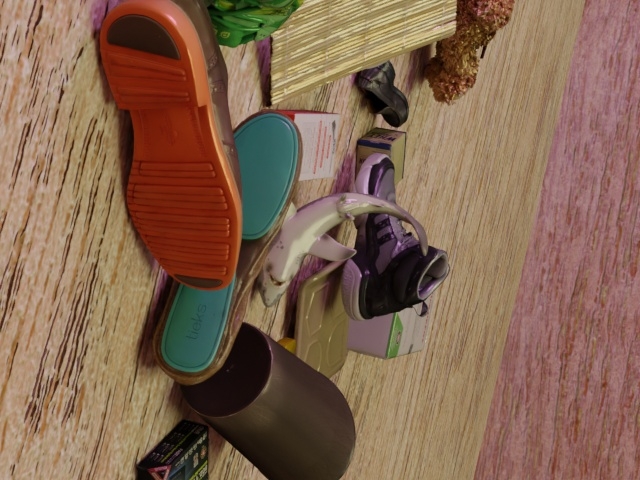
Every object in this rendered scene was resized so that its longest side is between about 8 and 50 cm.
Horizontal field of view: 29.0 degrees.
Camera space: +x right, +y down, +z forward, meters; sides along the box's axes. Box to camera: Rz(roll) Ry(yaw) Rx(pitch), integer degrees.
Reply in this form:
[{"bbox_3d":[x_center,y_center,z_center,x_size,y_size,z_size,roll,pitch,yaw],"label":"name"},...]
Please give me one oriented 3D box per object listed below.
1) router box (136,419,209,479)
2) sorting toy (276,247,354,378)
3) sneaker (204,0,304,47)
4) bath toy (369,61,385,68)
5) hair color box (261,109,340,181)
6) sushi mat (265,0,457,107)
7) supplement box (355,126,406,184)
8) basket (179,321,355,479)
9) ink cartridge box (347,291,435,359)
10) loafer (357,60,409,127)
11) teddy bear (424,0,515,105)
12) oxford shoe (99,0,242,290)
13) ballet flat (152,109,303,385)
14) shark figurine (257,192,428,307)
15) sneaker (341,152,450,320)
[{"bbox_3d":[-0.180,0.291,1.524,0.122,0.038,0.092,-42,140,-58],"label":"router box"},{"bbox_3d":[-0.021,0.144,1.881,0.307,0.041,0.229,-30,132,-63],"label":"sorting toy"},{"bbox_3d":[-0.078,-0.264,1.326,0.123,0.109,0.295,-50,176,0],"label":"sneaker"},{"bbox_3d":[0.035,-0.381,1.635,0.151,0.129,0.348,-27,142,-5],"label":"bath toy"},{"bbox_3d":[-0.030,-0.130,1.681,0.167,0.053,0.093,-12,111,-67],"label":"hair color box"},{"bbox_3d":[0.063,-0.285,1.630,0.316,0.019,0.151,-25,139,-25],"label":"sushi mat"},{"bbox_3d":[0.099,-0.131,2.015,0.083,0.056,0.083,-42,139,-59],"label":"supplement box"},{"bbox_3d":[-0.073,0.205,1.589,0.154,0.204,0.227,-40,146,0],"label":"basket"},{"bbox_3d":[0.125,0.116,2.164,0.219,0.092,0.160,5,96,-70],"label":"ink cartridge box"},{"bbox_3d":[0.094,-0.225,1.963,0.061,0.062,0.170,-58,147,-17],"label":"loafer"},{"bbox_3d":[0.259,-0.399,2.138,0.245,0.113,0.338,-79,-167,-51],"label":"teddy bear"},{"bbox_3d":[-0.132,-0.109,1.320,0.133,0.130,0.364,-63,156,-50],"label":"oxford shoe"},{"bbox_3d":[-0.110,0.012,1.487,0.124,0.116,0.342,103,3,-78],"label":"ballet flat"},{"bbox_3d":[0.016,-0.023,1.754,0.166,0.278,0.116,72,-19,0],"label":"shark figurine"},{"bbox_3d":[0.124,-0.005,1.897,0.101,0.153,0.269,40,55,-62],"label":"sneaker"}]
